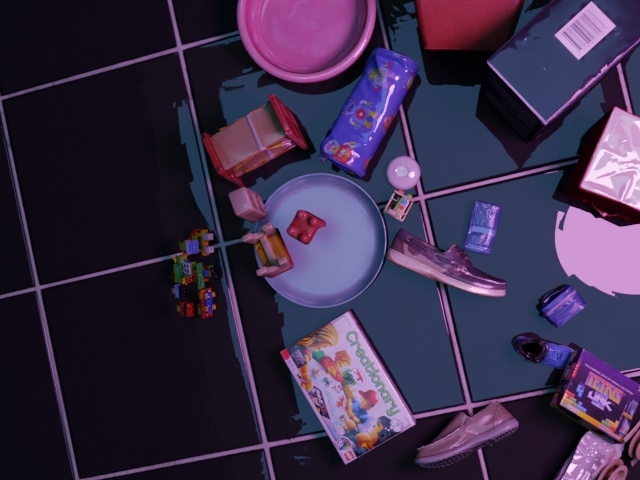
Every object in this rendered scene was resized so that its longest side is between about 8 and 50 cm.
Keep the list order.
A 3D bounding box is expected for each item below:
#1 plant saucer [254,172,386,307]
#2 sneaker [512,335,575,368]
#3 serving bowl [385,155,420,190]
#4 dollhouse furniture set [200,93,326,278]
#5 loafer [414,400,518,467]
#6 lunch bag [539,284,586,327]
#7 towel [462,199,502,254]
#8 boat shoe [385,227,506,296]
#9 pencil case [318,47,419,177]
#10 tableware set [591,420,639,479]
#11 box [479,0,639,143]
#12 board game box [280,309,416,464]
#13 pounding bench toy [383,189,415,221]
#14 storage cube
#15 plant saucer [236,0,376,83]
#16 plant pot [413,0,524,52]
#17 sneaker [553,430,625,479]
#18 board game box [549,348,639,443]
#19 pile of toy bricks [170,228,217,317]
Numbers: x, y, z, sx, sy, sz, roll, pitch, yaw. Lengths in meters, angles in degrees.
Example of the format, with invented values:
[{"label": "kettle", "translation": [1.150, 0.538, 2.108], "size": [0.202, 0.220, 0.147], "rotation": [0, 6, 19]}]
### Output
[{"label": "plant saucer", "translation": [0.000, 0.000, 1.855], "size": [0.317, 0.043, 0.318], "rotation": [0, 90, 9]}, {"label": "sneaker", "translation": [0.510, 0.255, 1.747], "size": [0.152, 0.084, 0.058], "rotation": [18, 92, 9]}, {"label": "serving bowl", "translation": [0.193, -0.160, 1.832], "size": [0.083, 0.027, 0.084], "rotation": [0, 89, 10]}, {"label": "dollhouse furniture set", "translation": [-0.103, -0.119, 1.789], "size": [0.201, 0.152, 0.374], "rotation": [-26, 77, 10]}, {"label": "loafer", "translation": [0.325, 0.444, 1.783], "size": [0.251, 0.094, 0.087], "rotation": [-24, 61, -1]}, {"label": "lunch bag", "translation": [0.539, 0.147, 1.753], "size": [0.098, 0.067, 0.065], "rotation": [-41, 83, 8]}, {"label": "towel", "translation": [0.376, -0.030, 1.801], "size": [0.067, 0.029, 0.120], "rotation": [15, 91, 8]}, {"label": "boat shoe", "translation": [0.293, 0.050, 1.779], "size": [0.285, 0.103, 0.093], "rotation": [20, 97, 15]}, {"label": "pencil case", "translation": [0.107, -0.298, 1.803], "size": [0.133, 0.119, 0.306], "rotation": [30, 94, 19]}, {"label": "tableware set", "translation": [0.669, 0.478, 1.678], "size": [0.194, 0.128, 0.039], "rotation": [-43, 42, -11]}, {"label": "box", "translation": [0.522, -0.397, 1.639], "size": [0.343, 0.312, 0.179], "rotation": [-42, 83, 6]}, {"label": "board game box", "translation": [0.064, 0.344, 1.834], "size": [0.192, 0.053, 0.305], "rotation": [-32, 85, 7]}, {"label": "pounding bench toy", "translation": [0.183, -0.083, 1.805], "size": [0.052, 0.083, 0.065], "rotation": [29, 94, 9]}, {"label": "storage cube", "translation": [0.660, -0.154, 1.674], "size": [0.183, 0.193, 0.215], "rotation": [24, 92, 9]}, {"label": "plant saucer", "translation": [-0.030, -0.534, 1.845], "size": [0.331, 0.084, 0.333], "rotation": [0, 90, 10]}, {"label": "plant pot", "translation": [0.325, -0.534, 1.711], "size": [0.267, 0.267, 0.236], "rotation": [4, 101, 9]}, {"label": "sneaker", "translation": [0.586, 0.497, 1.738], "size": [0.090, 0.095, 0.235], "rotation": [43, 76, 12]}, {"label": "board game box", "translation": [0.608, 0.342, 1.707], "size": [0.170, 0.048, 0.141], "rotation": [31, 71, -5]}, {"label": "pile of toy bricks", "translation": [-0.324, 0.082, 1.885], "size": [0.105, 0.118, 0.213], "rotation": [5, 101, 41]}]
